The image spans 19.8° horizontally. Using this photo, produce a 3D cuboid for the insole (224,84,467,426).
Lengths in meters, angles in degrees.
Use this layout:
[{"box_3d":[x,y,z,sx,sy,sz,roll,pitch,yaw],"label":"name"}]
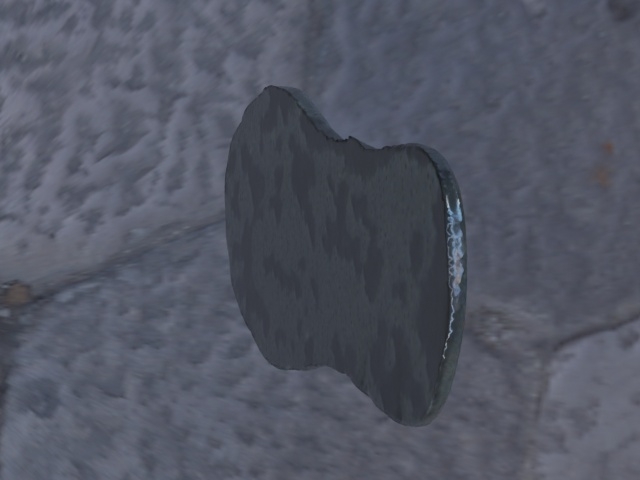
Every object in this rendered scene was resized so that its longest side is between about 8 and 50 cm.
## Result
[{"box_3d":[0.000,0.000,0.400,0.006,0.193,0.065,2,96,-15],"label":"insole"}]
